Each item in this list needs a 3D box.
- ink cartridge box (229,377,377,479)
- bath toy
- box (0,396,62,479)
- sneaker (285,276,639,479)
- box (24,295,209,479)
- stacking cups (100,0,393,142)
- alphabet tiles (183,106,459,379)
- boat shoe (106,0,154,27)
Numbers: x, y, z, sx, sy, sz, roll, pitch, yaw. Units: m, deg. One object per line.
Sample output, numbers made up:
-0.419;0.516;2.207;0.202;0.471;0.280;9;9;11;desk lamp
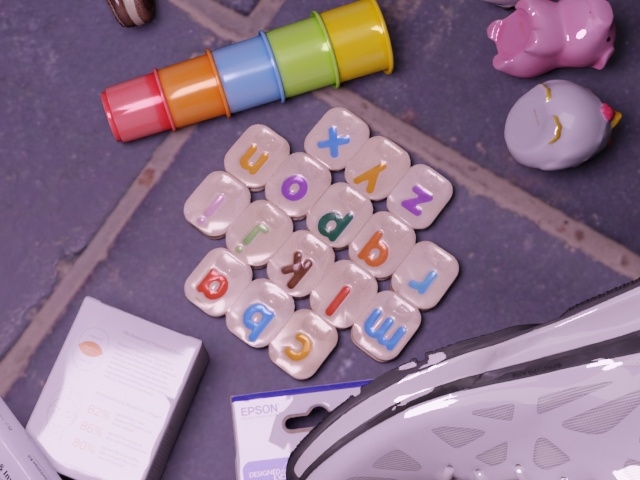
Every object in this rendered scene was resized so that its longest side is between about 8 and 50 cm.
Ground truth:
0.017;0.327;1.131;0.176;0.069;0.370;-7;76;-2;ink cartridge box
0.265;-0.241;1.284;0.129;0.151;0.348;8;70;-36;bath toy
-0.328;0.260;1.107;0.186;0.038;0.145;-45;77;22;box
0.198;0.211;0.997;0.448;0.169;0.257;-24;64;9;sneaker
-0.204;0.163;1.162;0.130;0.091;0.170;21;74;6;box
-0.083;-0.189;1.272;0.316;0.096;0.096;-15;74;-5;stacking cups
0.000;0.000;1.253;0.284;0.021;0.278;36;75;9;alphabet tiles
-0.269;-0.342;1.325;0.095;0.095;0.257;-25;68;6;boat shoe
